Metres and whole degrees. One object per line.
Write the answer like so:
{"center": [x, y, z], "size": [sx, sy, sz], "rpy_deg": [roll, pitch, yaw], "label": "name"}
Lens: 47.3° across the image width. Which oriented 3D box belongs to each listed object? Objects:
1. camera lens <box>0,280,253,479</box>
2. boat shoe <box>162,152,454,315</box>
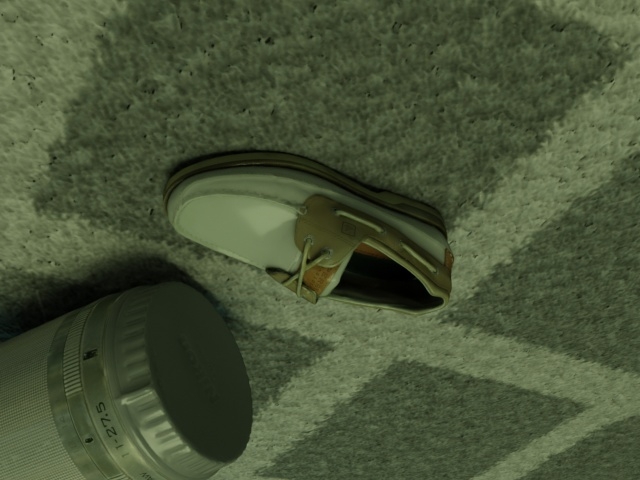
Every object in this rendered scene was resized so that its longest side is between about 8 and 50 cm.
{"center": [-0.240, 0.183, 0.788], "size": [0.274, 0.219, 0.219], "rpy_deg": [-23, 138, 16], "label": "camera lens"}
{"center": [0.000, 0.000, 0.706], "size": [0.302, 0.103, 0.113], "rpy_deg": [9, 136, -21], "label": "boat shoe"}
